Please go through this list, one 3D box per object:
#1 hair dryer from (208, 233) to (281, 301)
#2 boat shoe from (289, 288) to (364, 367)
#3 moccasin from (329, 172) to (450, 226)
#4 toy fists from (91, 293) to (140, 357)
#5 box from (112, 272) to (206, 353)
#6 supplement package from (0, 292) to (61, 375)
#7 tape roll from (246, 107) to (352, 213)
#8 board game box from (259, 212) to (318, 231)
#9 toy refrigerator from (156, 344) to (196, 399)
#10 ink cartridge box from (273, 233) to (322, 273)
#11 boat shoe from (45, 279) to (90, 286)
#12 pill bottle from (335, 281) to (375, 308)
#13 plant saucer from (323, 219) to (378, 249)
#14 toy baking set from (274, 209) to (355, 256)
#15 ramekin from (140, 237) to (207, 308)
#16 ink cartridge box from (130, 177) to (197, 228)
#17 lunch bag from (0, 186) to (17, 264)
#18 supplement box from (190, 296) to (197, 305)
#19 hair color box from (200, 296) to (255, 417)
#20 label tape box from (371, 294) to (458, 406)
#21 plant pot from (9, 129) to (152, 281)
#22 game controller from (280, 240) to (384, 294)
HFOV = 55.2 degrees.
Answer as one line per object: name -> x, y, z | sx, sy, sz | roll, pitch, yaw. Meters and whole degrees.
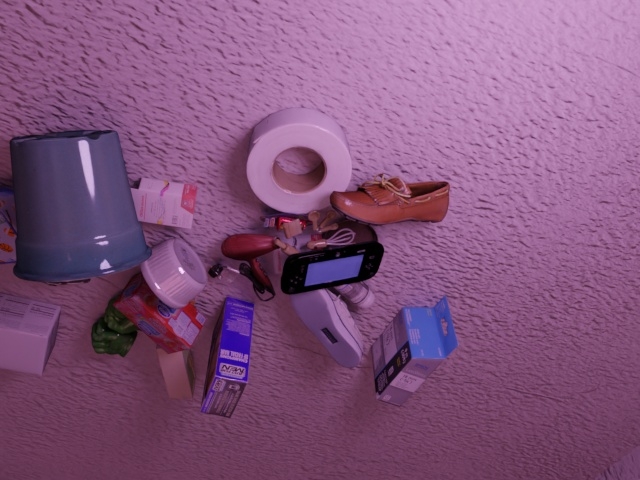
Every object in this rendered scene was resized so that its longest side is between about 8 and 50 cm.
hair dryer -> -0.201, 0.062, 1.867 | 0.224, 0.080, 0.293 | 25, 141, -12
boat shoe -> 0.038, 0.230, 1.991 | 0.136, 0.156, 0.367 | -26, 108, 32
moccasin -> 0.200, -0.120, 1.683 | 0.380, 0.139, 0.146 | 0, 116, -24
toy fists -> -0.665, 0.284, 2.026 | 0.142, 0.096, 0.279 | 29, 123, -21
box -> -0.504, 0.226, 1.933 | 0.123, 0.128, 0.257 | -20, 122, 37
supplement package -> -1.009, 0.301, 1.992 | 0.262, 0.145, 0.204 | 16, 125, -14
tape roll -> -0.059, -0.214, 1.664 | 0.286, 0.100, 0.286 | -1, 128, -1
board game box -> -0.092, -0.043, 1.775 | 0.169, 0.033, 0.133 | -3, 165, 31
toy refrigerator -> -0.498, 0.432, 2.145 | 0.094, 0.102, 0.269 | -3, 127, -1
ink cartridge box -> -0.069, 0.042, 1.885 | 0.151, 0.063, 0.109 | -2, 127, -1
boat shoe -> -0.827, 0.110, 1.894 | 0.220, 0.077, 0.070 | 0, 127, -5
pill bottle -> 0.110, 0.158, 1.975 | 0.078, 0.078, 0.137 | -34, 122, 22
plant saucer -> 0.092, -0.002, 1.881 | 0.169, 0.029, 0.168 | -1, 128, -1
toy baking set -> -0.006, 0.003, 1.778 | 0.197, 0.030, 0.256 | -31, 138, 15
ramekin -> -0.429, 0.090, 1.823 | 0.109, 0.207, 0.207 | -33, 123, 10
ink cartridge box -> -0.459, -0.109, 1.747 | 0.198, 0.067, 0.115 | 9, 127, -12
lunch bag -> -0.948, -0.028, 1.736 | 0.304, 0.114, 0.243 | -3, 135, 15
supplement box -> -0.423, 0.160, 1.977 | 0.062, 0.036, 0.098 | 15, 126, -13
hair color box -> -0.293, 0.365, 1.951 | 0.110, 0.338, 0.185 | 15, 126, -15
label tape box -> 0.300, 0.351, 2.033 | 0.106, 0.240, 0.333 | 22, 123, -16
plant pot -> -0.627, -0.104, 1.560 | 0.341, 0.341, 0.333 | -4, 106, 0
game controller -> 0.036, 0.080, 1.820 | 0.319, 0.067, 0.166 | -10, 147, -20
